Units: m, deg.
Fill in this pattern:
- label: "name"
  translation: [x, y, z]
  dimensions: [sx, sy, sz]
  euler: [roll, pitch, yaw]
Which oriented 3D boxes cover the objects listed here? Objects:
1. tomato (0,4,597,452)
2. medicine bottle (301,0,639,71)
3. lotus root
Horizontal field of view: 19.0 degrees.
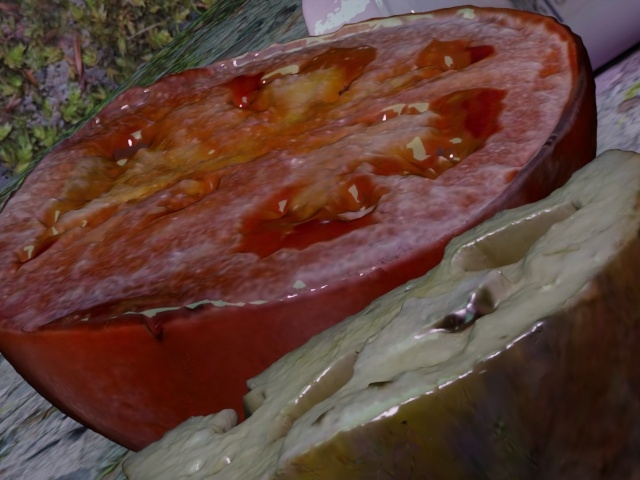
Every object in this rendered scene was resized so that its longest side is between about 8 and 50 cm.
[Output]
- label: "tomato"
  translation: [-0.001, 0.010, 0.956]
  dimensions: [0.338, 0.143, 0.338]
  euler: [-17, 25, 8]
- label: "medicine bottle"
  translation: [0.129, -0.168, 1.222]
  dimensions: [0.254, 0.152, 0.152]
  euler: [-32, 15, 18]
- label: "lotus root"
  translation: [0.047, 0.078, 0.695]
  dimensions: [0.235, 0.119, 0.138]
  euler: [-32, 14, 14]
